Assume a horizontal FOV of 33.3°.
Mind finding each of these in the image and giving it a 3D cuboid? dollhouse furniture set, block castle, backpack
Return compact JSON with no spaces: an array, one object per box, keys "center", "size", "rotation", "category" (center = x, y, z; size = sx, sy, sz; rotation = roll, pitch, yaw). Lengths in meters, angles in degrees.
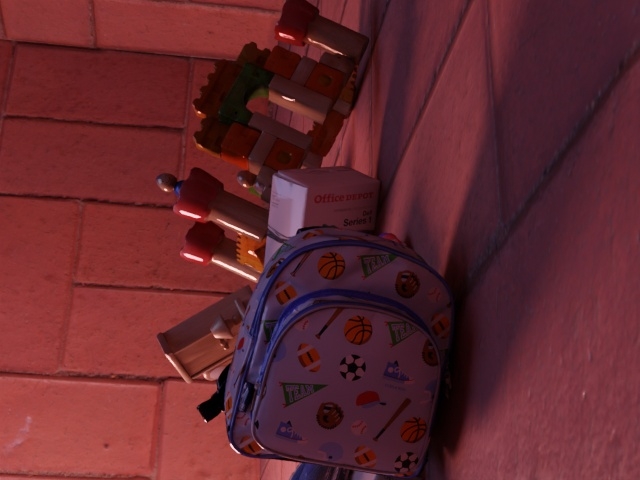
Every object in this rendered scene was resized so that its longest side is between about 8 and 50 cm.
[{"center":[-0.097,0.272,1.693],"size":[0.355,0.174,0.303],"rotation":[58,175,33],"category":"dollhouse furniture set"},{"center":[-0.105,-0.179,1.881],"size":[0.303,0.213,0.453],"rotation":[101,-165,-70],"category":"block castle"},{"center":[0.025,0.121,1.187],"size":[0.213,0.277,0.263],"rotation":[-159,80,-77],"category":"backpack"}]

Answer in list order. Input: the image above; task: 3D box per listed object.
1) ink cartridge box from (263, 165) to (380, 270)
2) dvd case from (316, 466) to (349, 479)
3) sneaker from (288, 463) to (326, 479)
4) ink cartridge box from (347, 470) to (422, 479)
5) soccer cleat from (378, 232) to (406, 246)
[{"center":[0.000,0.000,1.710],"size":[0.093,0.160,0.219],"rotation":[24,115,45],"category":"ink cartridge box"},{"center":[-0.011,0.382,1.462],"size":[0.221,0.018,0.164],"rotation":[-60,6,41],"category":"dvd case"},{"center":[0.013,0.479,1.660],"size":[0.147,0.130,0.329],"rotation":[-39,38,50],"category":"sneaker"},{"center":[0.032,0.393,1.380],"size":[0.275,0.060,0.238],"rotation":[135,159,-79],"category":"ink cartridge box"},{"center":[0.072,0.090,1.406],"size":[0.083,0.095,0.248],"rotation":[104,167,-54],"category":"soccer cleat"}]
